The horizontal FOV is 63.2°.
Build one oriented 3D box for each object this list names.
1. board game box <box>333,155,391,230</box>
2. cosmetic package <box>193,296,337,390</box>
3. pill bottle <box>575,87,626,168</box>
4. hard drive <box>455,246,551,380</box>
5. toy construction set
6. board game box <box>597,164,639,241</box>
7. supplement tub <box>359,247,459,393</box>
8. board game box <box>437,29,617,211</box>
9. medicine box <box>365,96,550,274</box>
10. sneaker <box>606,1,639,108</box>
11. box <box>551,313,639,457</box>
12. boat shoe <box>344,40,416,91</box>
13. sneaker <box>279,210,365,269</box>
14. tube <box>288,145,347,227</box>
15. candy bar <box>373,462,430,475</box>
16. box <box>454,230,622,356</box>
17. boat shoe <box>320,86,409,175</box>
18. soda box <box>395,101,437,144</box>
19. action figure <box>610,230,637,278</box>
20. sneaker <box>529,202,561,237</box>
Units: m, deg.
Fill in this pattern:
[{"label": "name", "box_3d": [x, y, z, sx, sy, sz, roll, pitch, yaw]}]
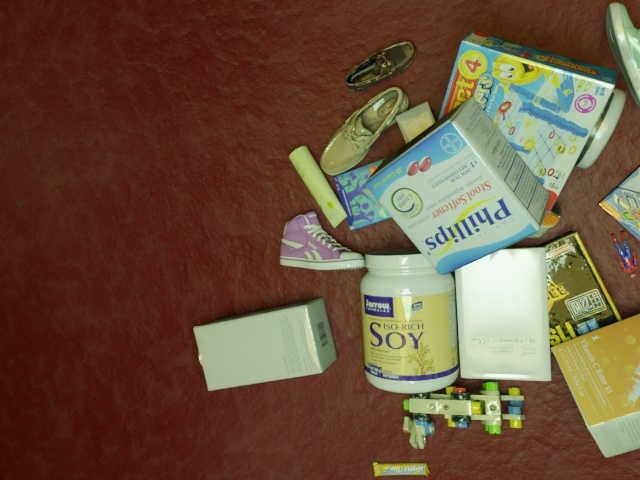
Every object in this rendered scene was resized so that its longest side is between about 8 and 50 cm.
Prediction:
[{"label": "board game box", "box_3d": [0.158, -0.133, 1.424, 0.210, 0.047, 0.160, -19, 88, 18]}, {"label": "cosmetic package", "box_3d": [-0.160, 0.298, 1.508, 0.365, 0.155, 0.197, -12, 90, 20]}, {"label": "pill bottle", "box_3d": [0.504, -0.311, 1.221, 0.333, 0.188, 0.188, 25, 102, 16]}, {"label": "hard drive", "box_3d": [0.444, 0.179, 1.276, 0.210, 0.040, 0.319, -3, 94, 19]}, {"label": "toy construction set", "box_3d": [0.344, 0.436, 1.339, 0.327, 0.215, 0.151, -23, 66, 24]}, {"label": "board game box", "box_3d": [0.817, -0.040, 1.222, 0.281, 0.027, 0.145, 46, 105, 10]}, {"label": "supplement tub", "box_3d": [0.223, 0.192, 1.326, 0.240, 0.241, 0.332, -3, 93, 19]}, {"label": "board game box", "box_3d": [0.415, -0.253, 1.129, 0.301, 0.086, 0.308, 23, 132, 16]}, {"label": "medicine box", "box_3d": [0.299, -0.110, 1.147, 0.289, 0.149, 0.263, 49, 134, -7]}, {"label": "sneaker", "box_3d": [0.755, -0.443, 1.174, 0.151, 0.094, 0.256, -24, 96, 24]}, {"label": "box", "box_3d": [0.737, 0.298, 1.150, 0.345, 0.215, 0.168, -28, 127, 18]}, {"label": "boat shoe", "box_3d": [0.159, -0.463, 1.386, 0.206, 0.073, 0.073, -30, 84, 17]}, {"label": "sneaker", "box_3d": [-0.001, 0.000, 1.435, 0.281, 0.102, 0.161, 5, 90, 35]}, {"label": "tube", "box_3d": [-0.005, -0.152, 1.467, 0.062, 0.070, 0.240, -33, 84, 13]}, {"label": "candy bar", "box_3d": [0.230, 0.649, 1.477, 0.161, 0.018, 0.040, -9, 92, 20]}, {"label": "box", "box_3d": [0.537, 0.159, 1.306, 0.321, 0.079, 0.257, -26, 87, 18]}, {"label": "boat shoe", "box_3d": [0.108, -0.296, 1.401, 0.302, 0.098, 0.109, -40, 81, 17]}, {"label": "soda box", "box_3d": [0.293, -0.204, 1.348, 0.091, 0.098, 0.287, -22, 86, 19]}, {"label": "action figure", "box_3d": [0.737, 0.037, 1.255, 0.038, 0.030, 0.115, -21, 90, 14]}, {"label": "sneaker", "box_3d": [0.474, -0.113, 1.298, 0.099, 0.121, 0.263, -21, 63, -12]}]
